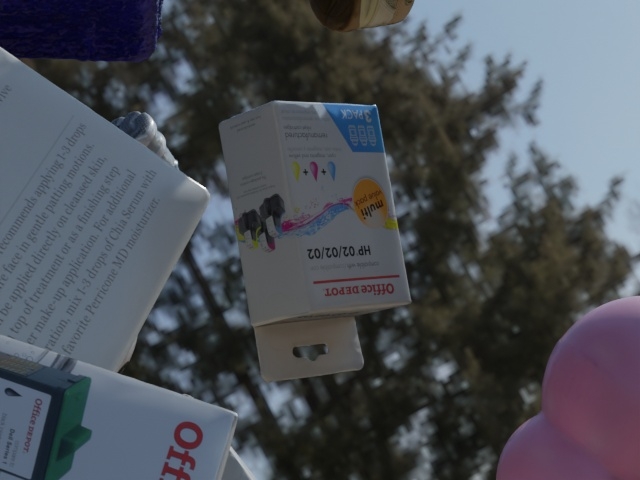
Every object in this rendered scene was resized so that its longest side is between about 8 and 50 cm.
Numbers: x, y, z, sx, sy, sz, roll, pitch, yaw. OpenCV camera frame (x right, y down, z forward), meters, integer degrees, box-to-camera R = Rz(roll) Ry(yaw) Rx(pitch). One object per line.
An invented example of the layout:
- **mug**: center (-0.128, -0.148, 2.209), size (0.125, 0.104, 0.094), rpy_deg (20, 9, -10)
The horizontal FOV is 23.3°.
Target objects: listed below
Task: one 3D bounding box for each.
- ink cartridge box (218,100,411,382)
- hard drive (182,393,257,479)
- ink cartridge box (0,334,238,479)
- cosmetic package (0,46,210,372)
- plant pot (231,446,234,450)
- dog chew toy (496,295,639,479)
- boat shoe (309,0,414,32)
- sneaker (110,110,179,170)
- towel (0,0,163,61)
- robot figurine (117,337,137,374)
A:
- **ink cartridge box**: center (0.000, 0.000, 1.064), size (0.104, 0.181, 0.061), rpy_deg (-4, -9, -45)
- **hard drive**: center (-0.007, 0.273, 1.210), size (0.040, 0.307, 0.203), rpy_deg (-37, 29, -6)
- **ink cartridge box**: center (-0.161, 0.126, 0.685), size (0.219, 0.160, 0.092), rpy_deg (18, -40, -5)
- **cosmetic package**: center (-0.327, -0.046, 1.019), size (0.161, 0.453, 0.230), rpy_deg (-43, 15, 46)
- **plant pot**: center (-0.254, 0.317, 1.772), size (0.291, 0.203, 0.291), rpy_deg (6, -12, 1)
- **dog chew toy**: center (0.258, 0.218, 1.422), size (0.332, 0.206, 0.206), rpy_deg (-56, -19, 4)
- **boat shoe**: center (0.065, -0.338, 1.421), size (0.098, 0.109, 0.302), rpy_deg (-10, -59, -36)
- **sneaker**: center (-0.246, -0.011, 1.486), size (0.281, 0.115, 0.105), rpy_deg (-24, 28, 28)
- **towel**: center (-0.285, -0.213, 1.327), size (0.308, 0.076, 0.227), rpy_deg (-3, -15, -7)
- **robot figurine**: center (-0.322, 0.087, 1.627), size (0.278, 0.209, 0.173), rpy_deg (-5, -42, 29)
